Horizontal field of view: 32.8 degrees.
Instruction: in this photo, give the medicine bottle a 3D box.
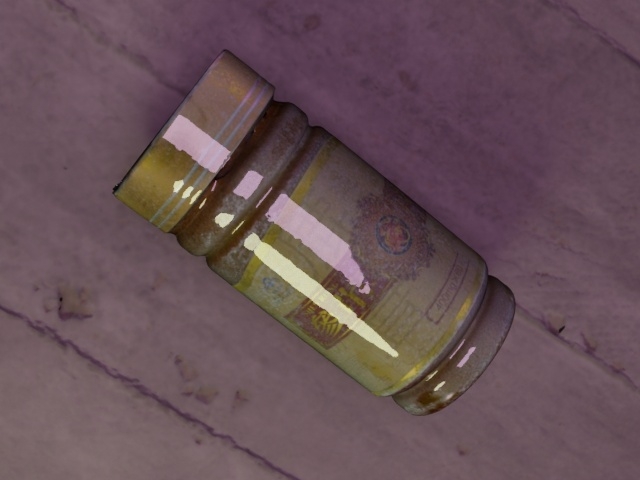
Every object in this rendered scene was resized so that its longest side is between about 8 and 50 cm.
[{"bbox_3d":[0.000,0.000,0.910,0.322,0.151,0.151,38,91,-11],"label":"medicine bottle"}]
